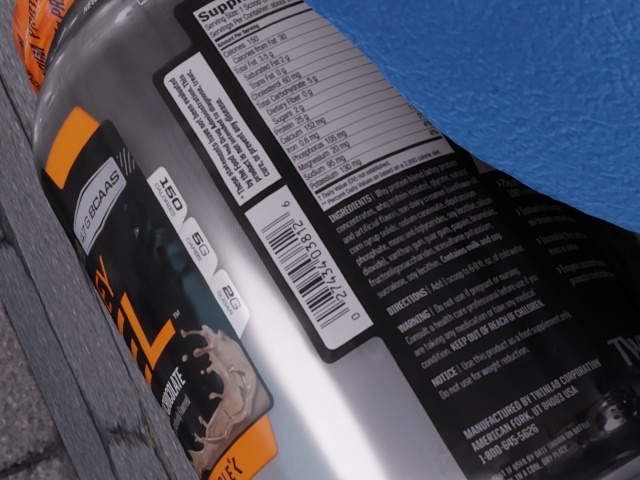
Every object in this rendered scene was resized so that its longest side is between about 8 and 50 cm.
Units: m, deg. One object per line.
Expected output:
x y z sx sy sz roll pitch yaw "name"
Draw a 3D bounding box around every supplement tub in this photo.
0.000 0.000 0.554 0.338 0.207 0.207 58 155 20 "supplement tub"

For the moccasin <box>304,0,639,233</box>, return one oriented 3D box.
0.050 -0.136 0.416 0.342 0.117 0.137 40 141 9 "moccasin"
